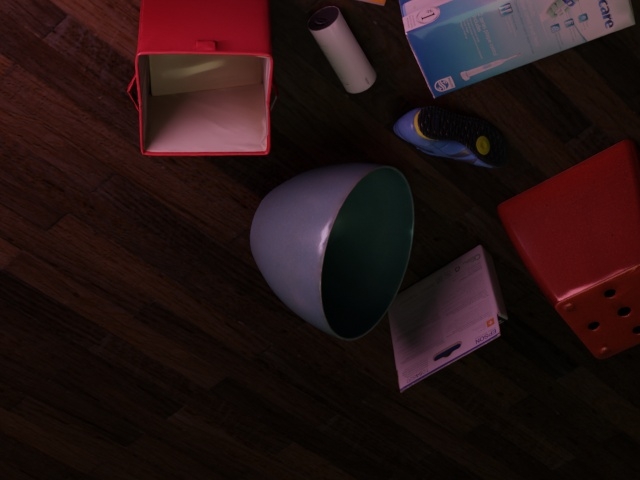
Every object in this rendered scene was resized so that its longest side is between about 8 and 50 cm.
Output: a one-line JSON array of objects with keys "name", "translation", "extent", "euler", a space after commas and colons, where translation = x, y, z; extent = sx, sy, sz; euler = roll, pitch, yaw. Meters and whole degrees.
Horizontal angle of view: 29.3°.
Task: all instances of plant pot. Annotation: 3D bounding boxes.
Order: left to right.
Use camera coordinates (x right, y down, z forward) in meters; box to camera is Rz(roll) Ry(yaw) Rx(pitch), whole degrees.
[{"name": "plant pot", "translation": [0.000, 0.000, 2.021], "extent": [0.195, 0.290, 0.290], "euler": [15, 142, 30]}, {"name": "plant pot", "translation": [0.494, 0.040, 2.097], "extent": [0.267, 0.236, 0.267], "euler": [-28, 130, 21]}]

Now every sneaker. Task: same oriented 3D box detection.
[{"name": "sneaker", "translation": [0.214, -0.166, 2.005], "extent": [0.209, 0.069, 0.082], "euler": [16, 164, -31]}]

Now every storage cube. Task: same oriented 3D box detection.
[{"name": "storage cube", "translation": [-0.169, -0.254, 1.788], "extent": [0.215, 0.193, 0.184], "euler": [0, 134, -4]}]

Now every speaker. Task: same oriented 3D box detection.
[{"name": "speaker", "translation": [0.033, -0.289, 1.866], "extent": [0.055, 0.055, 0.136], "euler": [-22, 131, 16]}]

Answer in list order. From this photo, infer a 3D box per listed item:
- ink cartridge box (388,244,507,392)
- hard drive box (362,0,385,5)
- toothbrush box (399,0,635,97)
[{"name": "ink cartridge box", "translation": [0.225, 0.146, 2.183], "extent": [0.223, 0.224, 0.045], "euler": [-32, 128, 25]}, {"name": "hard drive box", "translation": [0.003, -0.442, 1.694], "extent": [0.232, 0.089, 0.181], "euler": [9, 132, -13]}, {"name": "toothbrush box", "translation": [0.262, -0.355, 1.713], "extent": [0.295, 0.216, 0.126], "euler": [-18, 133, 13]}]
